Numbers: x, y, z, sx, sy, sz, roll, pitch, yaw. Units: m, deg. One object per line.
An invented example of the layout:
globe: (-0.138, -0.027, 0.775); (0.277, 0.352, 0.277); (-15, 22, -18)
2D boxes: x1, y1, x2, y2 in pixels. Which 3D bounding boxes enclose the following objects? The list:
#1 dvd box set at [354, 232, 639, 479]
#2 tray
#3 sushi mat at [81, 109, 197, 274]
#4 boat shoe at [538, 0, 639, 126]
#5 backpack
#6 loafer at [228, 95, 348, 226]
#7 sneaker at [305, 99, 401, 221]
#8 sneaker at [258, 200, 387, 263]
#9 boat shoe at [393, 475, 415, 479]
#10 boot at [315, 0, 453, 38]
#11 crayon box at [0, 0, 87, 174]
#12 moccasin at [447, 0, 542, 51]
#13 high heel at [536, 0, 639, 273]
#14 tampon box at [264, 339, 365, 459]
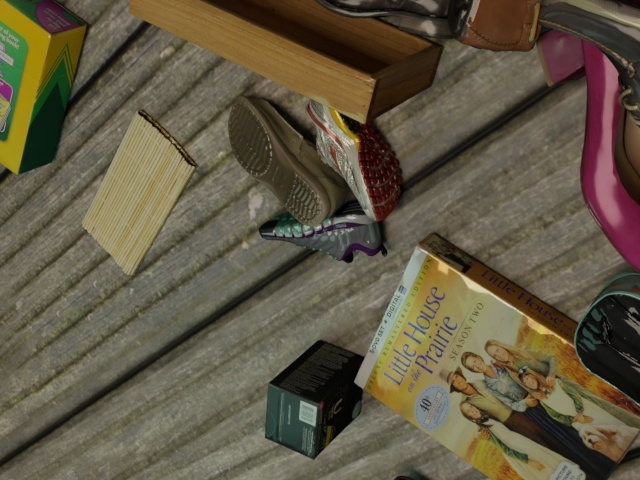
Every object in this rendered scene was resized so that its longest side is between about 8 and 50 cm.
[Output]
dvd box set: (0.279, 0.221, 1.546); (0.420, 0.062, 0.308); (34, 125, 17)
tray: (-0.052, -0.303, 1.444); (0.410, 0.203, 0.076); (29, 125, 20)
sushi mat: (-0.344, -0.083, 1.857); (0.151, 0.019, 0.316); (44, 128, 11)
boat shoe: (0.401, -0.178, 1.137); (0.355, 0.132, 0.130); (29, 112, 15)
backpack: (0.445, 0.131, 1.340); (0.188, 0.144, 0.166); (28, 130, 12)
loafer: (-0.053, -0.130, 1.600); (0.268, 0.092, 0.102); (53, 132, 23)
sneaker: (0.051, -0.135, 1.538); (0.092, 0.088, 0.225); (-23, 90, 47)
sneaker: (0.000, 0.000, 1.625); (0.223, 0.083, 0.098); (-6, 112, 35)
boat shoe: (0.254, 0.502, 1.655); (0.342, 0.123, 0.123); (28, 125, 29)
boot: (0.112, -0.414, 1.374); (0.262, 0.091, 0.229); (19, 115, 21)
crayon box: (-0.630, -0.355, 1.874); (0.363, 0.106, 0.313); (36, 125, 15)
moccasin: (0.268, -0.413, 1.218); (0.146, 0.139, 0.380); (6, 114, -10)
high heel: (0.412, -0.131, 1.252); (0.181, 0.127, 0.377); (-23, 93, 49)
tampon box: (-0.007, 0.269, 1.696); (0.101, 0.161, 0.121); (19, 121, 26)
